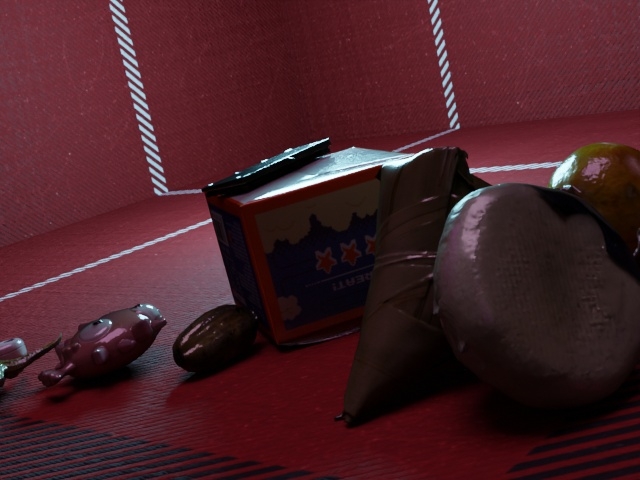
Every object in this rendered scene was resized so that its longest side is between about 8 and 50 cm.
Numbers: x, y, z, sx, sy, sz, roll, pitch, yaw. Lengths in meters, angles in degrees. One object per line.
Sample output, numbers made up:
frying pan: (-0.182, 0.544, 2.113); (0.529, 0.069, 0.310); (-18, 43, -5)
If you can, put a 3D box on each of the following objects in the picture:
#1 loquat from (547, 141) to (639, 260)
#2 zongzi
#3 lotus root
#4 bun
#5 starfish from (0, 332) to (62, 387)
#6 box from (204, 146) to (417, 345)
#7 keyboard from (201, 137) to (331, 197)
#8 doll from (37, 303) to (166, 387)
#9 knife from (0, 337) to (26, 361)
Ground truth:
loquat: (0.459, -0.056, 1.623); (0.246, 0.213, 0.213); (6, -3, -41)
zongzi: (0.249, 0.118, 1.373); (0.447, 0.418, 0.181); (25, -22, -21)
lotus root: (-0.169, 0.157, 1.584); (0.179, 0.089, 0.080); (-28, -22, -42)
bun: (0.247, 0.076, 1.192); (0.283, 0.283, 0.179); (-18, -13, -29)
starfish: (-0.521, 0.218, 1.633); (0.217, 0.050, 0.223); (-29, 6, -14)
box: (0.000, 0.000, 1.739); (0.319, 0.256, 0.349); (-16, 11, -15)
keyboard: (-0.086, -0.131, 1.770); (0.106, 0.027, 0.317); (-11, 11, 32)
doll: (-0.360, 0.175, 1.650); (0.211, 0.093, 0.262); (-12, 13, 47)
knife: (-0.705, 0.248, 1.798); (0.336, 0.043, 0.081); (-18, 7, -20)
